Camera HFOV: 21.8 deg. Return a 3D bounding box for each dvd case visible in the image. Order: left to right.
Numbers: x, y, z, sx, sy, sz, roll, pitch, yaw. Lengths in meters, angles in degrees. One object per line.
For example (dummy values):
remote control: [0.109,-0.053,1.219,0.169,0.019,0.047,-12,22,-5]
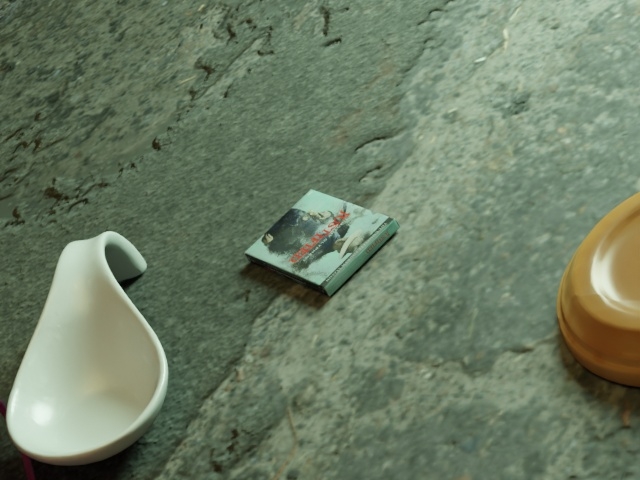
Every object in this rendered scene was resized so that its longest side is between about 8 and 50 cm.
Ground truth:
dvd case: [0.000,0.000,1.390,0.087,0.013,0.119,-44,36,-18]

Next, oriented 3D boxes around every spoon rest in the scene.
spoon rest: [-0.189,0.080,1.368,0.137,0.084,0.276,-17,34,8]

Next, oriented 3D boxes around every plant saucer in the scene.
plant saucer: [0.254,0.017,1.144,0.200,0.037,0.200,-21,35,15]

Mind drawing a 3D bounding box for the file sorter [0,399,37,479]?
file sorter: [-0.376,0.209,1.265,0.291,0.182,0.202,-31,32,0]
